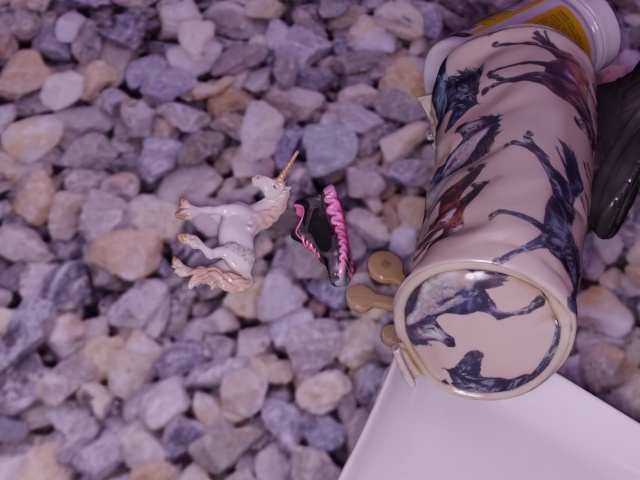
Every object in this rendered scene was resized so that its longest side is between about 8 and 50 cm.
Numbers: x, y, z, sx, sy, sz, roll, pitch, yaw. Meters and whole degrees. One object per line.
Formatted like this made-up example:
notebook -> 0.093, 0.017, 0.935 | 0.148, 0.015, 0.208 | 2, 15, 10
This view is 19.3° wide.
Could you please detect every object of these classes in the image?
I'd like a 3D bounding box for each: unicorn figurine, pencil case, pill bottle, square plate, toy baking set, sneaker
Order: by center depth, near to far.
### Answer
square plate -> 0.181, 0.251, 1.678 | 0.347, 0.049, 0.344 | 31, 43, -2
pencil case -> 0.166, -0.032, 1.790 | 0.160, 0.183, 0.410 | 48, 33, -25
toy baking set -> 0.132, 0.097, 1.849 | 0.197, 0.030, 0.256 | -8, 55, -18
unicorn figurine -> -0.087, -0.013, 1.863 | 0.111, 0.060, 0.162 | 9, 66, -10
sneaker -> 0.000, 0.000, 1.886 | 0.057, 0.047, 0.119 | -12, 52, 2
sneaker -> 0.309, -0.128, 2.038 | 0.130, 0.109, 0.286 | 22, 45, 14
pill bottle -> 0.224, -0.198, 2.056 | 0.208, 0.119, 0.119 | -28, 64, -32
